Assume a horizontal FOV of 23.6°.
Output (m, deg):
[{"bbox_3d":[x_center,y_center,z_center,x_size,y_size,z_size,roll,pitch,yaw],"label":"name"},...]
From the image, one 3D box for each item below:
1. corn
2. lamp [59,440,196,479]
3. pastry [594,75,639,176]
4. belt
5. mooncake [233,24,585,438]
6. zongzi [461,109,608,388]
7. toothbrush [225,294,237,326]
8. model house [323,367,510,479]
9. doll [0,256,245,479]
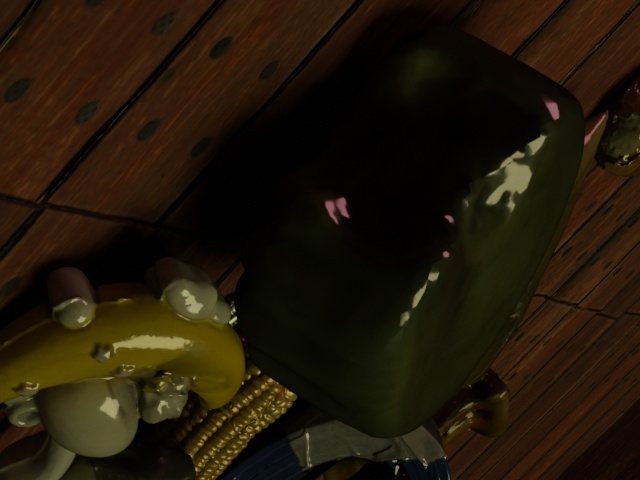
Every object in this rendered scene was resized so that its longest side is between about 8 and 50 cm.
[{"bbox_3d":[-0.133,0.207,1.593,0.292,0.101,0.101,-45,159,19],"label":"corn"},{"bbox_3d":[-0.225,0.241,1.462,0.250,0.101,0.101,-4,140,-37],"label":"lamp"},{"bbox_3d":[0.389,-0.141,1.843,0.153,0.081,0.153,-45,167,-13],"label":"pastry"},{"bbox_3d":[-0.014,0.307,1.789,0.347,0.212,0.117,-32,-170,6],"label":"belt"},{"bbox_3d":[0.078,-0.008,1.337,0.351,0.187,0.351,-52,159,-29],"label":"mooncake"},{"bbox_3d":[0.213,0.018,1.731,0.300,0.145,0.274,-36,149,-25],"label":"zongzi"},{"bbox_3d":[0.000,0.000,1.512,0.288,0.024,0.026,-37,145,-10],"label":"toothbrush"},{"bbox_3d":[0.106,0.248,1.973,0.239,0.173,0.268,-38,156,-13],"label":"model house"},{"bbox_3d":[-0.182,0.110,1.279,0.237,0.111,0.252,-20,147,-10],"label":"doll"}]
